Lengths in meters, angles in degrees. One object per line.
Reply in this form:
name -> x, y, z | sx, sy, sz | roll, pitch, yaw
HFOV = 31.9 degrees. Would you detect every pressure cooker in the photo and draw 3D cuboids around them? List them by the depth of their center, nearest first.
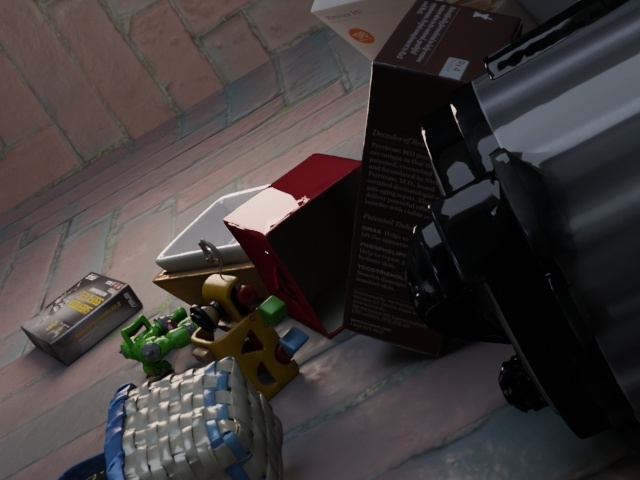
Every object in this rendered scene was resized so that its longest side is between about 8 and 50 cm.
pressure cooker -> 0.279, -0.022, 1.031 | 0.420, 0.370, 0.375 | -28, 27, 13

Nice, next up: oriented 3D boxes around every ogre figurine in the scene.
ogre figurine -> -0.250, 0.154, 1.777 | 0.118, 0.097, 0.197 | -28, 28, -26

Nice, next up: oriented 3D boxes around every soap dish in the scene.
soap dish -> -0.119, 0.007, 1.893 | 0.291, 0.118, 0.229 | -9, 30, 46

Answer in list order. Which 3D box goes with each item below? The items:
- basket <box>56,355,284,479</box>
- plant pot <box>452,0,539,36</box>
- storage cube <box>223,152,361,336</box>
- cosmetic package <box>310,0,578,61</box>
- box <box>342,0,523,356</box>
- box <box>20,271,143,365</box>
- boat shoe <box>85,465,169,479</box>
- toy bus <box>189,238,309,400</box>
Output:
basket -> -0.183, 0.277, 1.230 | 0.289, 0.201, 0.255 | -23, 24, 6
plant pot -> 0.244, -0.195, 1.613 | 0.323, 0.280, 0.323 | -27, 19, 10
storage cube -> 0.000, 0.000, 1.644 | 0.215, 0.183, 0.193 | -37, 20, -14
cosmetic package -> 0.215, -0.355, 1.801 | 0.377, 0.284, 0.097 | -1, 63, 47
box -> 0.130, -0.071, 1.339 | 0.143, 0.381, 0.191 | 17, 37, 12
box -> -0.463, 0.145, 2.155 | 0.183, 0.056, 0.231 | -38, 21, -20
boat shoe -> -0.256, 0.301, 1.473 | 0.228, 0.068, 0.081 | -27, 20, 13
toy bus -> -0.123, 0.131, 1.519 | 0.202, 0.191, 0.104 | 38, 63, 21
